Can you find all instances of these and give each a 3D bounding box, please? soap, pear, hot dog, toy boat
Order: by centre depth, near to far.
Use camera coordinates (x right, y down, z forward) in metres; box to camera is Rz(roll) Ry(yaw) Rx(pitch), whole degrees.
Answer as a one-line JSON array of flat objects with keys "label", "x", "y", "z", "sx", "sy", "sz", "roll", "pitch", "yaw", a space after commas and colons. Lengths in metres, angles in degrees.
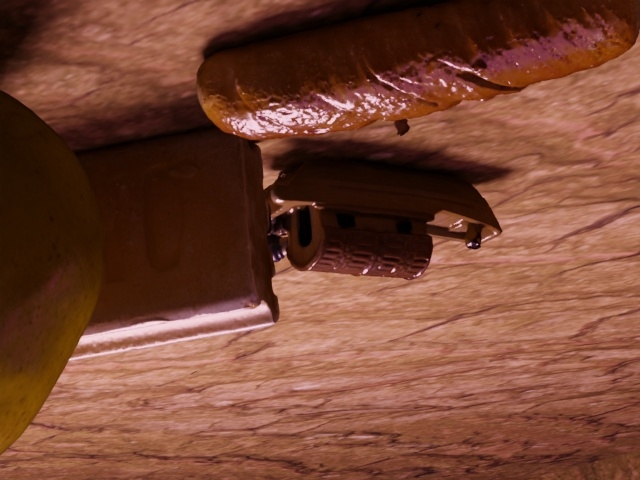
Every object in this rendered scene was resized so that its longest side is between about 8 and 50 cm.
[{"label": "pear", "x": -0.271, "y": 0.019, "z": 0.938, "sx": 0.294, "sy": 0.294, "sz": 0.294, "roll": -6, "pitch": 163, "yaw": -2}, {"label": "hot dog", "x": 0.058, "y": -0.112, "z": 0.980, "sx": 0.286, "sy": 0.061, "sz": 0.088, "roll": -14, "pitch": 150, "yaw": 20}, {"label": "soap", "x": -0.153, "y": 0.007, "z": 1.145, "sx": 0.232, "sy": 0.140, "sz": 0.073, "roll": -10, "pitch": 159, "yaw": 12}, {"label": "toy boat", "x": 0.045, "y": -0.012, "z": 1.242, "sx": 0.226, "sy": 0.088, "sz": 0.068, "roll": 6, "pitch": 158, "yaw": -34}]

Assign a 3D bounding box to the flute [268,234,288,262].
[{"label": "flute", "x": 0.000, "y": 0.000, "z": 1.368, "sx": 0.233, "sy": 0.027, "sz": 0.027, "roll": -11, "pitch": 162, "yaw": 13}]
